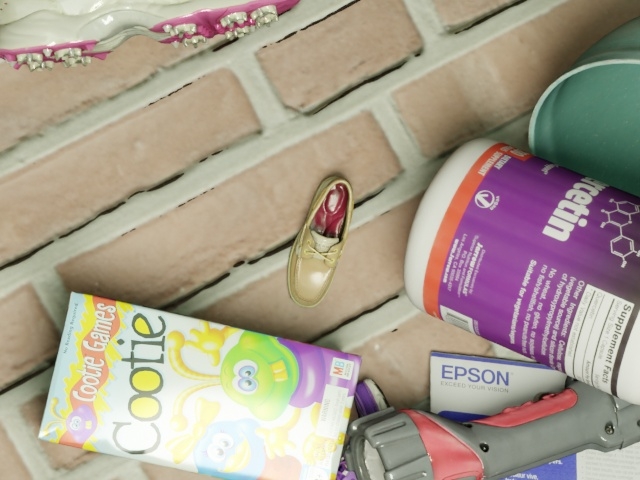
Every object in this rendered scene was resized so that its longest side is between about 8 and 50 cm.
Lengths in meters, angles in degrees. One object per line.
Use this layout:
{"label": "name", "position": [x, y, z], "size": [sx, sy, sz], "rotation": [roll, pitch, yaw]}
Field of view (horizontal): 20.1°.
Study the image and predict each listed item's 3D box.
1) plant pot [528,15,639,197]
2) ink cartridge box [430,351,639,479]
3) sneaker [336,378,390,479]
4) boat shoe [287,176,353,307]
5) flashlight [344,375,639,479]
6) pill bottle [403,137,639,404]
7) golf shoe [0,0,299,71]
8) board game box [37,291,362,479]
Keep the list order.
{"label": "plant pot", "position": [0.376, -0.114, 1.732], "size": [0.293, 0.293, 0.196], "rotation": [40, 57, -3]}
{"label": "ink cartridge box", "position": [0.244, 0.273, 1.761], "size": [0.304, 0.072, 0.307], "rotation": [7, 56, -5]}
{"label": "sneaker", "position": [0.041, 0.220, 1.765], "size": [0.071, 0.068, 0.170], "rotation": [-1, 88, -1]}
{"label": "boat shoe", "position": [0.000, 0.000, 1.781], "size": [0.050, 0.045, 0.135], "rotation": [14, 85, -5]}
{"label": "flashlight", "position": [0.176, 0.176, 1.717], "size": [0.304, 0.103, 0.103], "rotation": [-17, 99, -22]}
{"label": "pill bottle", "position": [0.251, 0.037, 1.688], "size": [0.323, 0.181, 0.181], "rotation": [23, 84, 20]}
{"label": "golf shoe", "position": [-0.171, -0.252, 1.746], "size": [0.306, 0.115, 0.140], "rotation": [-9, 85, -8]}
{"label": "board game box", "position": [-0.116, 0.147, 1.712], "size": [0.275, 0.142, 0.144], "rotation": [13, 85, -6]}
